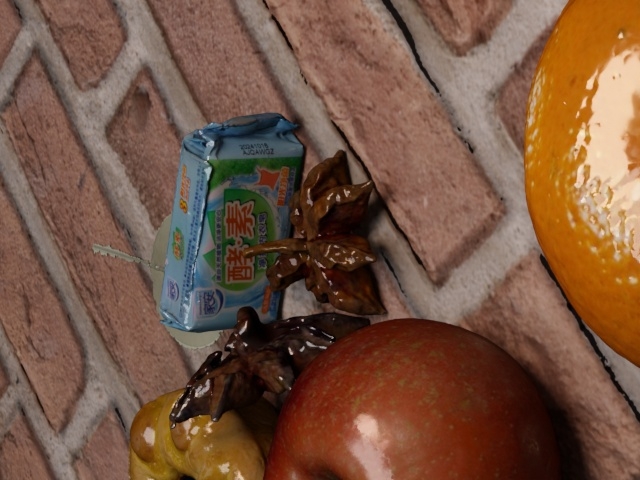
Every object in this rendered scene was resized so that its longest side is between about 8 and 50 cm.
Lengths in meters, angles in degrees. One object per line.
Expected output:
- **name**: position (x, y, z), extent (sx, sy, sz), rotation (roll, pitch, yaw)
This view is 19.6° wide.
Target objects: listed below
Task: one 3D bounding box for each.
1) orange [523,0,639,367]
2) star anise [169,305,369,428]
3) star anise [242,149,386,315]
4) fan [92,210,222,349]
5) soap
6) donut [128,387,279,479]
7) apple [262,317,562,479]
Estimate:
- **orange**: position (0.379, -0.071, 1.569), extent (0.423, 0.326, 0.424), rotation (-5, 82, 33)
- **star anise**: position (-0.073, 0.130, 2.167), extent (0.272, 0.272, 0.103), rotation (-16, 103, 49)
- **star anise**: position (0.006, 0.003, 2.181), extent (0.196, 0.111, 0.212), rotation (41, 117, 30)
- **fan**: position (-0.220, 0.038, 2.508), extent (0.329, 0.009, 0.191), rotation (18, 108, 46)
- **soap**: position (-0.110, -0.015, 2.265), extent (0.077, 0.156, 0.293), rotation (26, 114, 46)
- **donut**: position (-0.126, 0.336, 2.327), extent (0.299, 0.150, 0.317), rotation (-1, 95, 49)
- **apple**: position (0.092, 0.259, 1.970), extent (0.348, 0.277, 0.349), rotation (9, 101, 49)
